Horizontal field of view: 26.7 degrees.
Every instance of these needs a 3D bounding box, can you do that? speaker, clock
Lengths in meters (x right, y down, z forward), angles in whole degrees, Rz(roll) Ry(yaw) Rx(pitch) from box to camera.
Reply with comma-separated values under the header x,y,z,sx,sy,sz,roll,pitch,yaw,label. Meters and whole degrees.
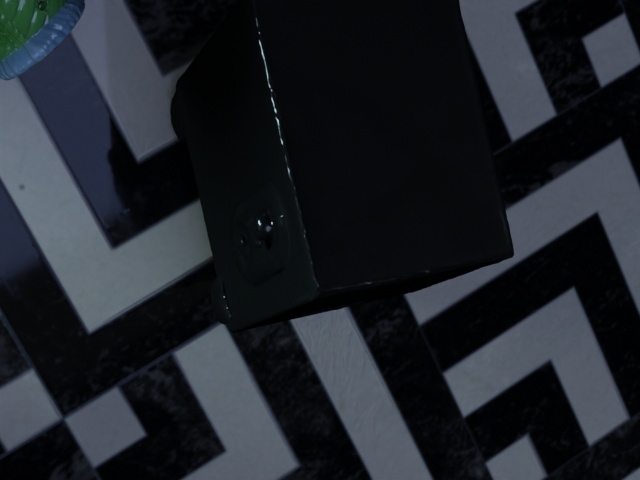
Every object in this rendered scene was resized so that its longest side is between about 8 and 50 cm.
x,y,z,sx,sy,sz,roll,pitch,yaw,label
0.003,-0.063,1.083,0.184,0.254,0.232,-10,84,-21,speaker
-0.261,-0.232,1.008,0.100,0.194,0.195,-34,111,12,clock
